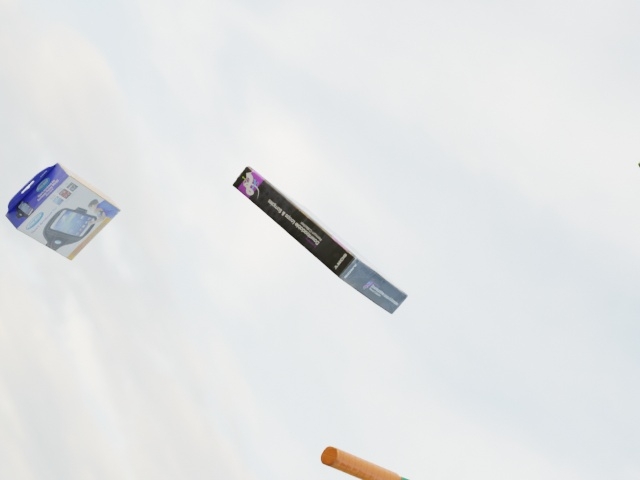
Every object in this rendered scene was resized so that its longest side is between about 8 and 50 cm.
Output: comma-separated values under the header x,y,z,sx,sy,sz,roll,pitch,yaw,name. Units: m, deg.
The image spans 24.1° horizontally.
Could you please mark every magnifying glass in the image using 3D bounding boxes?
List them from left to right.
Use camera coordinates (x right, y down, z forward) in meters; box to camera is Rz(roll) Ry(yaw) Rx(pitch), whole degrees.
x,y,z,sx,sy,sz,roll,pitch,yaw,name
0.095,0.269,1.611,0.231,0.026,0.092,30,-13,-32,magnifying glass

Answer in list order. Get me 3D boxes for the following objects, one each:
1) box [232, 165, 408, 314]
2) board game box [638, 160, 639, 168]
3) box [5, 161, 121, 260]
x,y,z,sx,sy,sz,roll,pitch,yaw,name
0.000,0.000,1.410,0.162,0.029,0.116,39,2,35,box
0.442,-0.073,1.597,0.181,0.043,0.092,-15,-69,44,board game box
-0.278,-0.032,1.604,0.028,0.081,0.136,46,3,24,box
